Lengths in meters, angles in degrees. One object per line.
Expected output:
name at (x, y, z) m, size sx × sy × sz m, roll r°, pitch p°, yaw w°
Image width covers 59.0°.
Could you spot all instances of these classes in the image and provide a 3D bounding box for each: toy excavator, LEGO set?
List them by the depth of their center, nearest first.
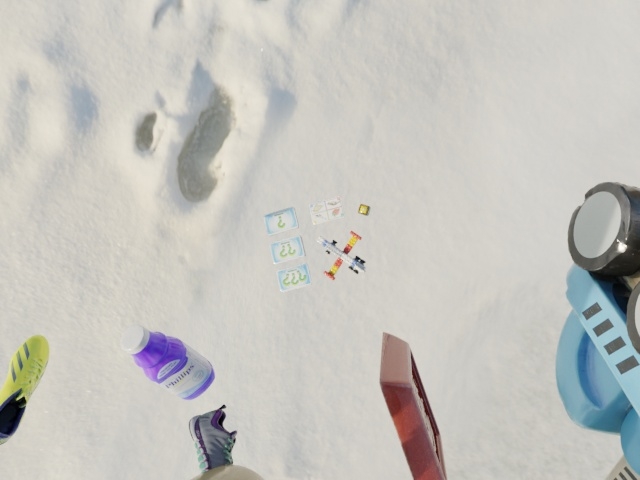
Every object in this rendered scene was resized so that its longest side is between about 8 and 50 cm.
toy excavator at (0.383, 0.224, 0.639) m, size 0.222 × 0.445 × 0.433 m, roll 11°, pitch 35°, yaw -11°
LEGO set at (0.000, 0.000, 1.232) m, size 0.244 × 0.060 × 0.183 m, roll -14°, pitch 83°, yaw 13°

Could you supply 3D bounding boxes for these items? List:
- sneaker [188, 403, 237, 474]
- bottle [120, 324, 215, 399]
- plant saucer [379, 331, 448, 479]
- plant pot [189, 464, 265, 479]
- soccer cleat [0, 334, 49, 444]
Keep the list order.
sneaker at (-0.227, 0.493, 1.299) m, size 0.098 × 0.083 × 0.224 m, roll -27°, pitch 64°, yaw -1°
bottle at (-0.377, 0.298, 1.398) m, size 0.118 × 0.283 × 0.092 m, roll -41°, pitch 48°, yaw -6°
plant saucer at (0.170, 0.314, 1.009) m, size 0.047 × 0.258 × 0.259 m, roll -19°, pitch 96°, yaw 10°
plant pot at (-0.189, 0.566, 1.123) m, size 0.284 × 0.284 × 0.191 m, roll 29°, pitch 33°, yaw -2°
soccer cleat at (-0.735, 0.363, 1.394) m, size 0.093 × 0.121 × 0.289 m, roll 45°, pitch 41°, yaw -34°
